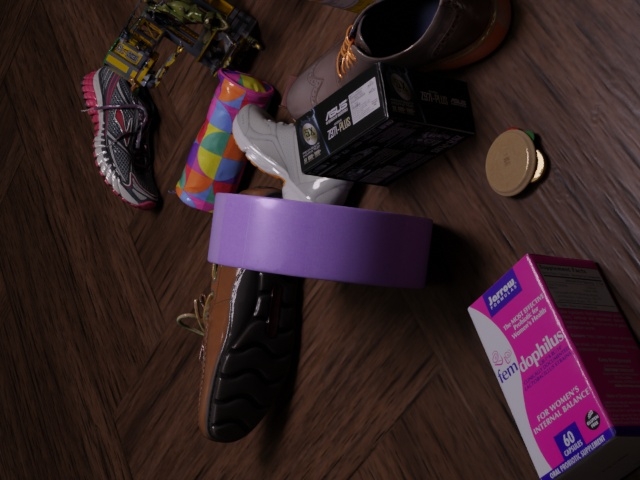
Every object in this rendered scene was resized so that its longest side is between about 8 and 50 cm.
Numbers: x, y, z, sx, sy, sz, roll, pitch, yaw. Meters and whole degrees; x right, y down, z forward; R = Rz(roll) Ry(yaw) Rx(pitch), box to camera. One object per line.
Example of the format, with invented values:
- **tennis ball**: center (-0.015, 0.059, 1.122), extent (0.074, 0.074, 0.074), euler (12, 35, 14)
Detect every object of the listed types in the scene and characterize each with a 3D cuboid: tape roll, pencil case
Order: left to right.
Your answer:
- **pencil case**: center (-0.156, -0.155, 1.804), extent (0.104, 0.104, 0.236), euler (49, 122, 44)
- **tape roll**: center (0.000, 0.000, 1.424), extent (0.274, 0.274, 0.090), euler (9, 92, 53)

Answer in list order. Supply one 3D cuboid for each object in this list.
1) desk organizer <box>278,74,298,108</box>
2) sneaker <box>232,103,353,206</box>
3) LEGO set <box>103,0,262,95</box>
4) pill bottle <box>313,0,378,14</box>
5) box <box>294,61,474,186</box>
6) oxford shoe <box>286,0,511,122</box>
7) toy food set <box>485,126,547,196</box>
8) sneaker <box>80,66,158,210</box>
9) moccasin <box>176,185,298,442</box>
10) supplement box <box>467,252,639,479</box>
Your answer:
- **desk organizer**: center (0.000, -0.202, 1.645), extent (0.130, 0.047, 0.050), euler (23, 98, 50)
- **sneaker**: center (-0.028, -0.135, 1.648), extent (0.262, 0.099, 0.121), euler (50, 116, 35)
- **LEGO set**: center (-0.165, -0.352, 1.740), extent (0.331, 0.192, 0.255), euler (-53, 10, 27)
- **pill bottle**: center (0.029, -0.365, 1.495), extent (0.117, 0.208, 0.118), euler (-11, 77, 52)
- **box**: center (0.079, -0.144, 1.448), extent (0.180, 0.147, 0.078), euler (-30, 61, 48)
- **oxford shoe**: center (0.064, -0.247, 1.464), extent (0.363, 0.132, 0.130), euler (-27, 67, 40)
- **toy food set**: center (0.228, -0.093, 1.348), extent (0.083, 0.020, 0.083), euler (-47, 50, 39)
- **sneaker**: center (-0.347, -0.195, 2.057), extent (0.112, 0.121, 0.299), euler (-23, 72, 16)
- **moccasin**: center (-0.122, 0.107, 1.684), extent (0.147, 0.139, 0.380), euler (1, 86, 54)
- **supplement box**: center (0.262, 0.135, 1.194), extent (0.111, 0.114, 0.220), euler (-50, 47, 38)
